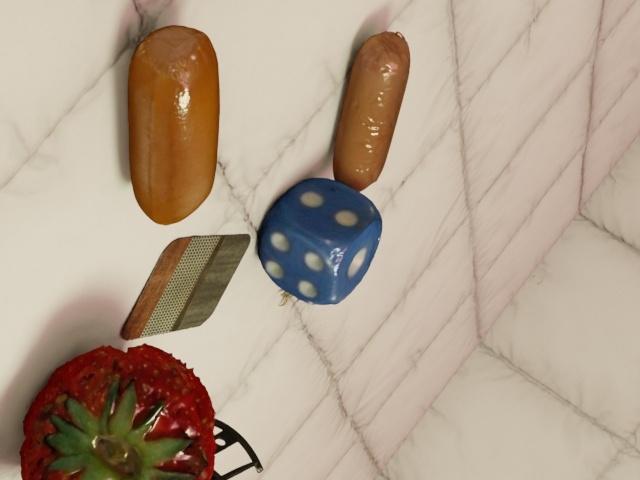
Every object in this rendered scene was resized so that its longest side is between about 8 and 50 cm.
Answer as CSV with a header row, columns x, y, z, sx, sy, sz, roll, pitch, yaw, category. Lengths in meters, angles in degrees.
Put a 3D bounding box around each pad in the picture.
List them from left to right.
x,y,z,sx,sy,sz,roll,pitch,yaw,category
-0.127,0.011,1.795,0.323,0.055,0.250,-43,165,20,pad

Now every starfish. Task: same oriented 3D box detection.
x,y,z,sx,sy,sz,roll,pitch,yaw,category
-0.039,0.074,2.172,0.086,0.016,0.092,-46,154,-21,starfish

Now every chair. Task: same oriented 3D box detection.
x,y,z,sx,sy,sz,roll,pitch,yaw,category
-0.233,0.382,2.028,0.260,0.154,0.141,-13,135,-59,chair

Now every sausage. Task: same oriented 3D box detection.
x,y,z,sx,sy,sz,roll,pitch,yaw,category
-0.162,-0.124,1.424,0.105,0.105,0.274,-43,158,-31,sausage
0.074,-0.186,1.899,0.086,0.086,0.289,-41,155,-36,sausage

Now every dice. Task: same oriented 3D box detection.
x,y,z,sx,sy,sz,roll,pitch,yaw,category
0.000,0.000,1.943,0.143,0.146,0.146,-41,156,-40,dice

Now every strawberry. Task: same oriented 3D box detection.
x,y,z,sx,sy,sz,roll,pitch,yaw,category
-0.256,0.244,1.657,0.288,0.250,0.238,-118,-150,-86,strawberry
